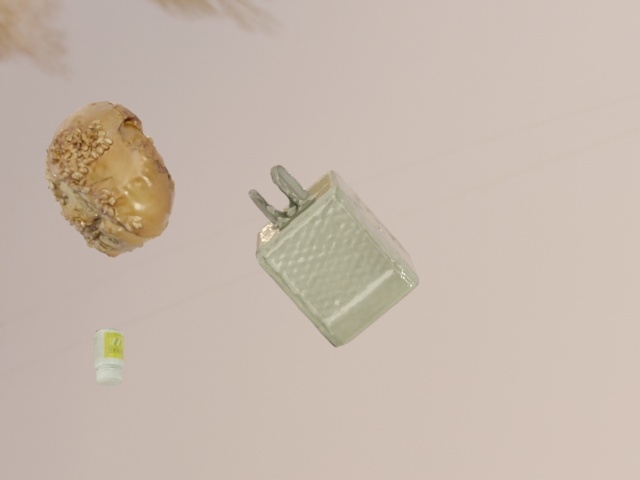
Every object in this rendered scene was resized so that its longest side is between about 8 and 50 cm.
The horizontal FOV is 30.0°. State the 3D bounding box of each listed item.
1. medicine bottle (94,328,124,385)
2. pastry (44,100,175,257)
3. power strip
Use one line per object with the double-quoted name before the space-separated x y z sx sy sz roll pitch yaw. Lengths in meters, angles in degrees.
"medicine bottle" -0.333 0.184 1.883 0.047 0.047 0.083 -32 -126 43
"pastry" -0.364 -0.095 1.993 0.161 0.255 0.311 -30 -179 -24
"power strip" 0.000 0.000 1.498 0.139 0.224 0.140 -40 -170 8
